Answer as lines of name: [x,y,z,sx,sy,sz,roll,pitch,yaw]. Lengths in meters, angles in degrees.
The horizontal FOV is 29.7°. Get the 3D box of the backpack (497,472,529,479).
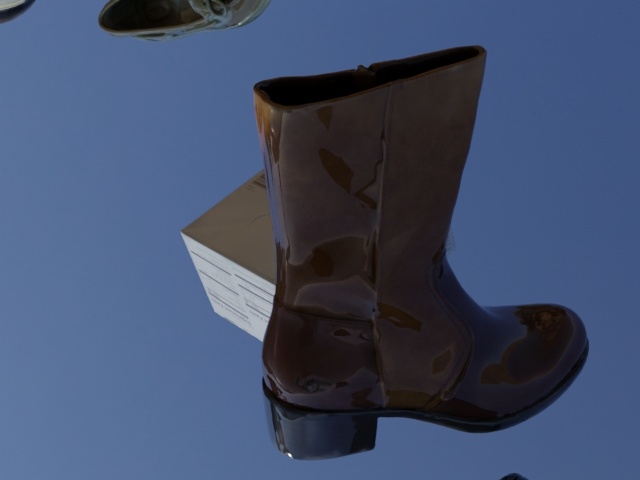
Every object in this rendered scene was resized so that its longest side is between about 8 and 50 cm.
backpack: [0.144,0.263,0.832,0.115,0.152,0.182,-19,-113,-29]

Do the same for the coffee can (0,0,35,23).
coffee can: [-0.282,-0.346,1.037,0.275,0.201,0.201,-42,-138,43]

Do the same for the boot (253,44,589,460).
boot: [0.080,-0.003,0.815,0.264,0.280,0.096,-7,-149,-14]

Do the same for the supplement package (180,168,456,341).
supplement package: [0.000,0.000,1.513,0.262,0.145,0.204,-38,-139,-25]

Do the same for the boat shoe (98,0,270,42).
boat shoe: [-0.084,-0.156,0.760,0.153,0.048,0.056,-3,-78,50]
